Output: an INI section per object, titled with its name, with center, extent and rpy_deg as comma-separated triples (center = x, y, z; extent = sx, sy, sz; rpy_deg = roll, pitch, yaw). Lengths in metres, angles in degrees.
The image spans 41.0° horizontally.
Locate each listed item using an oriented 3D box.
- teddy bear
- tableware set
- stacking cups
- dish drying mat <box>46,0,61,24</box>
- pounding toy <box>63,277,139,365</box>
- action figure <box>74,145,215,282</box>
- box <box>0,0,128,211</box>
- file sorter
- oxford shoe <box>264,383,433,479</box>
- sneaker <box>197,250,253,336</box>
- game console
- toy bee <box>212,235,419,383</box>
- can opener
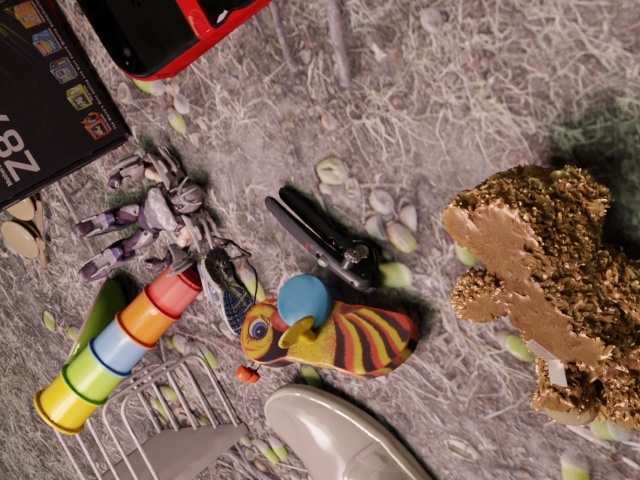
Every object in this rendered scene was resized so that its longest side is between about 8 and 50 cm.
[teddy bear]
center = 0.256, 0.064, 0.871
extent = 0.338, 0.113, 0.245
rpy_deg = 50, 146, -8
[tableware set]
center = -0.545, -0.045, 1.565
extent = 0.128, 0.039, 0.194
rpy_deg = 28, 140, 10
[stacking cups]
center = -0.311, 0.160, 1.325
extent = 0.096, 0.096, 0.316
rpy_deg = 45, 102, 10
[dish drying mat]
center = -0.403, -0.352, 1.248
extent = 0.032, 0.008, 0.083
rpy_deg = 2, 117, 43
[pounding toy]
center = -0.363, 0.183, 1.480
extent = 0.110, 0.183, 0.237
rpy_deg = 25, 134, -9
[action figure]
center = -0.263, -0.026, 1.272
extent = 0.285, 0.099, 0.185
rpy_deg = -24, 83, 43
[box]
center = -0.497, -0.233, 1.169
extent = 0.097, 0.318, 0.395
rpy_deg = -16, 107, 51
[file sorter]
center = -0.305, 0.317, 1.475
extent = 0.278, 0.193, 0.173
rpy_deg = -18, 101, 47
[oxford shoe]
center = 0.079, 0.380, 1.214
extent = 0.449, 0.130, 0.169
rpy_deg = 43, 139, 13
[sneaker]
center = -0.144, 0.080, 1.279
extent = 0.058, 0.052, 0.135
rpy_deg = -13, 100, 57
[game console]
center = -0.219, -0.408, 1.017
extent = 0.342, 0.060, 0.386
rpy_deg = -24, 100, 42
[toy bee]
center = -0.029, 0.125, 1.114
extent = 0.298, 0.162, 0.195
rpy_deg = 19, 173, 43
[can opener]
center = 0.000, 0.000, 1.078
extent = 0.186, 0.059, 0.073
rpy_deg = 40, 137, 14
